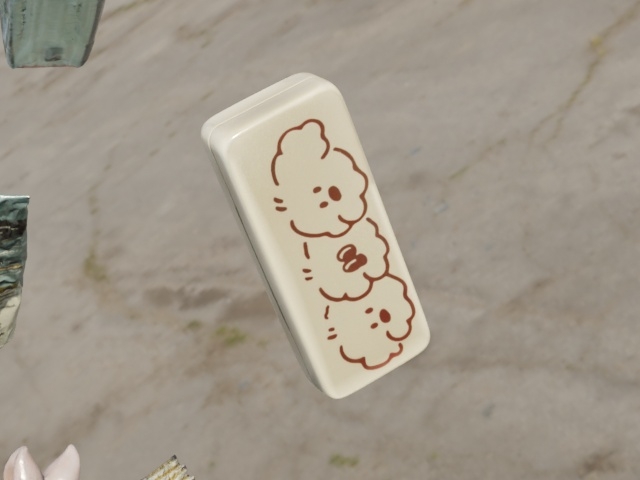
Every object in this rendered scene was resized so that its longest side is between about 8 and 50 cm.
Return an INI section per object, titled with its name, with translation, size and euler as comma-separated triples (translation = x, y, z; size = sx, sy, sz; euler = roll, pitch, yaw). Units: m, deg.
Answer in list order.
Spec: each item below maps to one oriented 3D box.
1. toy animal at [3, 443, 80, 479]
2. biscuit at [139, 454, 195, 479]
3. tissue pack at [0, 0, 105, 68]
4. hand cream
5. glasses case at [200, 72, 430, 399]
[toy animal]
translation = -0.281, 0.312, 1.211
size = 0.124, 0.124, 0.212
euler = -93, 16, -67
[biscuit]
translation = -0.338, 0.516, 2.356
size = 0.106, 0.070, 0.252
euler = -31, -15, -51
[tissue pack]
translation = -0.257, -0.347, 1.142
size = 0.103, 0.316, 0.228
euler = -3, -18, -18
[hand cream]
translation = -0.376, 0.034, 1.407
size = 0.075, 0.248, 0.052
euler = -15, 49, -28
[glasses case]
translation = 0.000, 0.000, 1.290
size = 0.144, 0.336, 0.076
euler = -30, 28, -12
